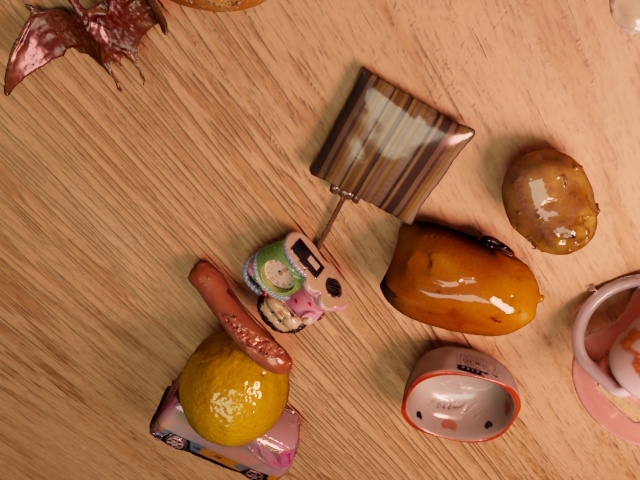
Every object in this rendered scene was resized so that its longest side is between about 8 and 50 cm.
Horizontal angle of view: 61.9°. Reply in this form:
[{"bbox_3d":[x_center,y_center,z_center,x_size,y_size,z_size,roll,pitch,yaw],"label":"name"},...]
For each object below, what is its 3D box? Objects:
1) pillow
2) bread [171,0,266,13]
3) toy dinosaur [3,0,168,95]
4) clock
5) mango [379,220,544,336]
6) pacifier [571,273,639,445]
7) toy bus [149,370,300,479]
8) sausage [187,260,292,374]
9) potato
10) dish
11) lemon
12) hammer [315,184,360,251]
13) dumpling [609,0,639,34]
[{"bbox_3d":[0.113,-0.148,0.892,0.212,0.052,0.208,28,124,-5],"label":"pillow"},{"bbox_3d":[-0.151,-0.432,0.663,0.305,0.159,0.306,7,127,9],"label":"bread"},{"bbox_3d":[-0.351,-0.307,0.814,0.327,0.113,0.207,14,140,9],"label":"toy dinosaur"},{"bbox_3d":[-0.066,0.093,1.079,0.195,0.100,0.194,-34,99,40],"label":"clock"},{"bbox_3d":[0.257,0.081,0.977,0.287,0.153,0.201,14,145,7],"label":"mango"},{"bbox_3d":[0.618,0.211,0.953,0.273,0.220,0.332,36,103,-16],"label":"pacifier"},{"bbox_3d":[-0.225,0.480,1.381,0.386,0.171,0.162,29,128,-12],"label":"toy bus"},{"bbox_3d":[-0.173,0.164,1.117,0.304,0.078,0.078,49,128,13],"label":"sausage"},{"bbox_3d":[0.368,-0.062,0.861,0.137,0.137,0.176,-18,100,24],"label":"potato"},{"bbox_3d":[0.304,0.324,1.175,0.256,0.117,0.256,6,128,7],"label":"dish"},{"bbox_3d":[-0.193,0.329,1.208,0.267,0.267,0.267,6,128,8],"label":"lemon"},{"bbox_3d":[0.000,0.000,1.053,0.058,0.029,0.292,24,130,-4],"label":"hammer"},{"bbox_3d":[0.427,-0.362,0.611,0.162,0.132,0.250,18,114,9],"label":"dumpling"}]
